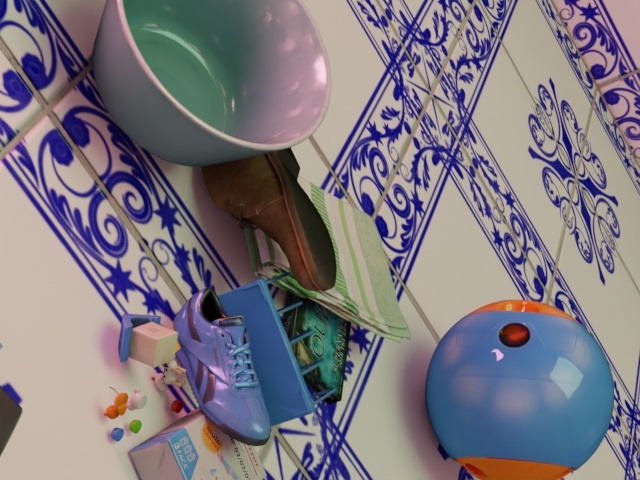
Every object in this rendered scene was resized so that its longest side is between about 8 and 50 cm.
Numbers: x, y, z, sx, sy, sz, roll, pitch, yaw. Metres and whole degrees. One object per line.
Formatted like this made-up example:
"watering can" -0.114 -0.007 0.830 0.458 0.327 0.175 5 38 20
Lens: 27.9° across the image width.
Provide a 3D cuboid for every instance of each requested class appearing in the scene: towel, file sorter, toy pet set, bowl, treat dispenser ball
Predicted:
"towel" 0.000 0.000 1.829 0.325 0.038 0.248 29 36 -44
"file sorter" -0.069 0.137 1.591 0.104 0.118 0.170 -20 89 -64
"toy pet set" -0.208 0.146 1.433 0.122 0.065 0.114 -17 121 -58
"bowl" -0.155 -0.214 1.588 0.311 0.163 0.312 22 52 -31
"treat dispenser ball" 0.304 0.235 1.977 0.288 0.288 0.288 38 41 -43

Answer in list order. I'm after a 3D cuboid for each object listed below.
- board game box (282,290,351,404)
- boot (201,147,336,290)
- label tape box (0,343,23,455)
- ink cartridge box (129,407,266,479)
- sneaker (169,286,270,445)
"board game box" -0.005 0.119 1.803 0.126 0.026 0.186 46 36 -35
"boot" -0.067 -0.037 1.646 0.112 0.115 0.305 55 8 -50
"label tape box" -0.383 0.118 1.076 0.249 0.115 0.348 52 34 -27
"ink cartridge box" -0.128 0.248 1.471 0.181 0.061 0.104 -27 94 -62
"sneaker" -0.107 0.140 1.475 0.069 0.082 0.209 11 34 -43
